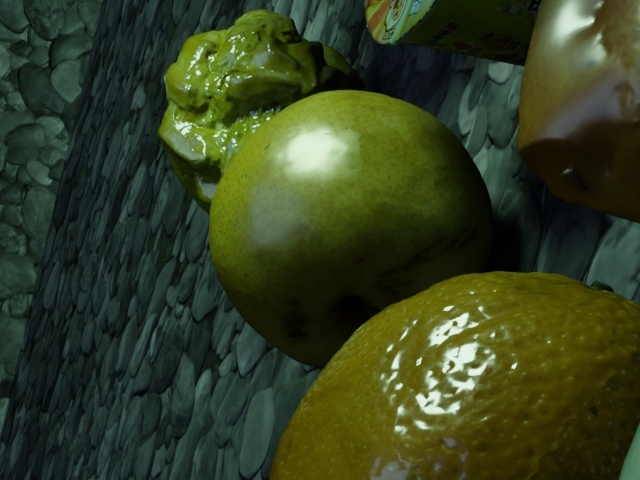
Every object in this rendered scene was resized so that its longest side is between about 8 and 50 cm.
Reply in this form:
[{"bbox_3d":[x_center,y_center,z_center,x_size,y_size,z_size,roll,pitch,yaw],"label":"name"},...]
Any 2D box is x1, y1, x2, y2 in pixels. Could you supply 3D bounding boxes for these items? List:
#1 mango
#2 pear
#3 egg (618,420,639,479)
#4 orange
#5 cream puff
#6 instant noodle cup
[{"bbox_3d":[0.217,-0.118,0.947,0.166,0.136,0.236,-23,48,50],"label":"mango"},{"bbox_3d":[0.023,-0.014,1.306,0.209,0.209,0.209,-164,90,-72],"label":"pear"},{"bbox_3d":[0.229,0.088,0.542,0.352,0.258,0.258,-53,27,35],"label":"egg"},{"bbox_3d":[0.096,0.141,0.910,0.264,0.264,0.264,-164,90,-72],"label":"orange"},{"bbox_3d":[-0.052,-0.117,1.674,0.195,0.195,0.221,152,127,-65],"label":"cream puff"},{"bbox_3d":[0.137,-0.211,1.220,0.205,0.153,0.205,-166,90,-71],"label":"instant noodle cup"}]
